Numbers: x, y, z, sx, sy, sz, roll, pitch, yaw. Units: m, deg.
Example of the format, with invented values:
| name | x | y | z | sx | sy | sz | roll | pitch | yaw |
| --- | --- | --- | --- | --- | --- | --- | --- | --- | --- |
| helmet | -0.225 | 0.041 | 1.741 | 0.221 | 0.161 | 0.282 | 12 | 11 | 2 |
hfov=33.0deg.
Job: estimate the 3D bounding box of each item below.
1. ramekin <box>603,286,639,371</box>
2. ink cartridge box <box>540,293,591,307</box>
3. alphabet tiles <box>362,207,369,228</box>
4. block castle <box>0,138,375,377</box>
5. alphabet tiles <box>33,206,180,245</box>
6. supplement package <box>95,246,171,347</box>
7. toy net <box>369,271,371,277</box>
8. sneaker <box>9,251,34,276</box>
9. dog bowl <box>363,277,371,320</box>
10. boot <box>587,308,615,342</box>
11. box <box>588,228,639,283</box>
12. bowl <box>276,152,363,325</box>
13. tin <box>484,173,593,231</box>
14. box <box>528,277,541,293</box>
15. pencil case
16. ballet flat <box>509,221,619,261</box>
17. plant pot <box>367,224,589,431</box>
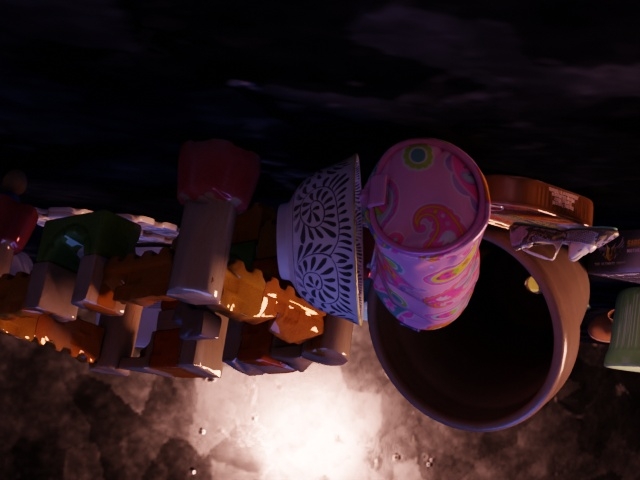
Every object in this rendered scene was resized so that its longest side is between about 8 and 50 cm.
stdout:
| name | x | y | z | sx | sy | sz | roll | pitch | yaw |
| --- | --- | --- | --- | --- | --- | --- | --- | --- | --- |
| ramekin | 0.679 | 0.171 | 1.979 | 0.303 | 0.148 | 0.303 | 6 | 173 | 1 |
| ink cartridge box | 0.366 | 0.142 | 1.949 | 0.235 | 0.056 | 0.171 | -23 | 170 | 14 |
| alphabet tiles | 0.090 | -0.022 | 1.478 | 0.198 | 0.009 | 0.237 | 7 | 172 | -13 |
| block castle | -0.182 | 0.019 | 1.268 | 0.453 | 0.212 | 0.303 | -9 | 153 | 39 |
| alphabet tiles | -0.356 | -0.020 | 1.784 | 0.278 | 0.021 | 0.284 | 1 | 171 | 31 |
| supplement package | -0.245 | 0.106 | 1.986 | 0.175 | 0.177 | 0.293 | -1 | 176 | 34 |
| toy net | 0.131 | 0.079 | 1.641 | 0.122 | 0.045 | 0.232 | -6 | 141 | 9 |
| sneaker | -0.483 | 0.016 | 1.445 | 0.297 | 0.111 | 0.129 | 41 | -172 | 39 |
| dog bowl | 0.026 | 0.072 | 1.777 | 0.297 | 0.074 | 0.166 | 11 | -168 | -21 |
| boot | 0.650 | 0.174 | 2.344 | 0.197 | 0.073 | 0.152 | -14 | 164 | 34 |
| box | 0.482 | 0.024 | 1.348 | 0.183 | 0.056 | 0.231 | 9 | 172 | -32 |
| bowl | 0.000 | 0.000 | 1.059 | 0.080 | 0.170 | 0.170 | -1 | 172 | 4 |
| tin | 0.217 | -0.037 | 1.164 | 0.190 | 0.040 | 0.106 | 13 | 166 | -44 |
| box | 0.234 | 0.046 | 1.704 | 0.232 | 0.058 | 0.087 | 6 | 172 | -4 |
| pencil case | 0.102 | 0.004 | 1.071 | 0.124 | 0.124 | 0.284 | 5 | 163 | 6 |
| ballet flat | 0.258 | 0.003 | 1.149 | 0.114 | 0.041 | 0.041 | 3 | 172 | 17 |
| plant pot | 0.225 | 0.083 | 1.361 | 0.263 | 0.263 | 0.229 | 0 | -169 | 35 |
